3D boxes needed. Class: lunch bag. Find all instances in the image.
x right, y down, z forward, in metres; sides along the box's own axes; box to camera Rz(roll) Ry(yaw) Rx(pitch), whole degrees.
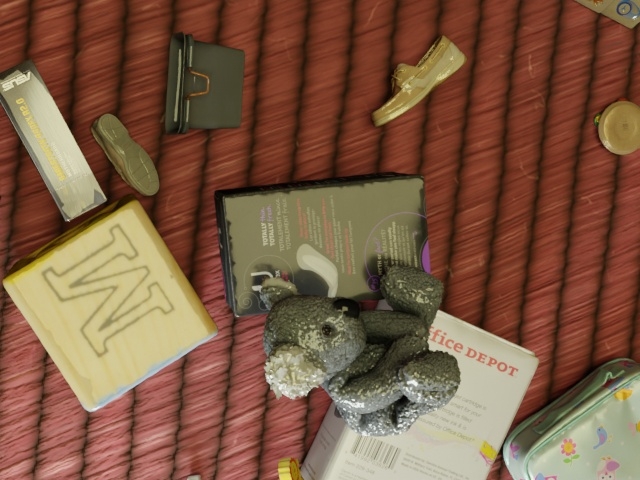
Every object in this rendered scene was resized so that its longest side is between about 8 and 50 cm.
[{"bbox_3d":[0.428,0.317,1.507,0.279,0.108,0.224,-34,98,-8],"label":"lunch bag"}]

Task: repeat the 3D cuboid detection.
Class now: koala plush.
[{"bbox_3d":[0.022,0.134,1.233,0.221,0.196,0.203,19,130,-26],"label":"koala plush"}]

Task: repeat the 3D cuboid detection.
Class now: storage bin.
[{"bbox_3d":[-0.151,-0.207,1.348,0.091,0.098,0.135,1,95,-22],"label":"storage bin"}]

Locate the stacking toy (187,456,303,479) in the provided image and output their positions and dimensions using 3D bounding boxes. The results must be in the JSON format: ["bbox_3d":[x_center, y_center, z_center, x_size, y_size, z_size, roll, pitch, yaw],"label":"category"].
[{"bbox_3d":[-0.089,0.417,1.403,0.166,0.052,0.221,-12,99,14],"label":"stacking toy"}]

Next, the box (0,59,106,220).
[{"bbox_3d":[-0.337,-0.120,1.241,0.056,0.231,0.183,-28,101,-11],"label":"box"}]

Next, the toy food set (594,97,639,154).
[{"bbox_3d":[0.455,-0.171,1.512,0.083,0.020,0.083,-23,99,-9],"label":"toy food set"}]

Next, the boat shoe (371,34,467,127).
[{"bbox_3d":[0.129,-0.227,1.420,0.170,0.063,0.059,-41,99,-15],"label":"boat shoe"}]

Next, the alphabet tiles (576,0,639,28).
[{"bbox_3d":[0.423,-0.422,1.367,0.342,0.285,0.011,22,58,-14],"label":"alphabet tiles"}]

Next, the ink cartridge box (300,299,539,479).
[{"bbox_3d":[0.138,0.251,1.428,0.226,0.131,0.306,25,88,-12],"label":"ink cartridge box"}]

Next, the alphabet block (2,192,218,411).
[{"bbox_3d":[-0.270,0.072,1.296,0.193,0.192,0.197,-32,102,-9],"label":"alphabet block"}]

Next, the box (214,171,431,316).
[{"bbox_3d":[0.000,0.000,1.368,0.270,0.143,0.165,-6,97,-11],"label":"box"}]

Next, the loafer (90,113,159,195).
[{"bbox_3d":[-0.265,-0.114,1.360,0.045,0.039,0.125,-44,108,-39],"label":"loafer"}]
